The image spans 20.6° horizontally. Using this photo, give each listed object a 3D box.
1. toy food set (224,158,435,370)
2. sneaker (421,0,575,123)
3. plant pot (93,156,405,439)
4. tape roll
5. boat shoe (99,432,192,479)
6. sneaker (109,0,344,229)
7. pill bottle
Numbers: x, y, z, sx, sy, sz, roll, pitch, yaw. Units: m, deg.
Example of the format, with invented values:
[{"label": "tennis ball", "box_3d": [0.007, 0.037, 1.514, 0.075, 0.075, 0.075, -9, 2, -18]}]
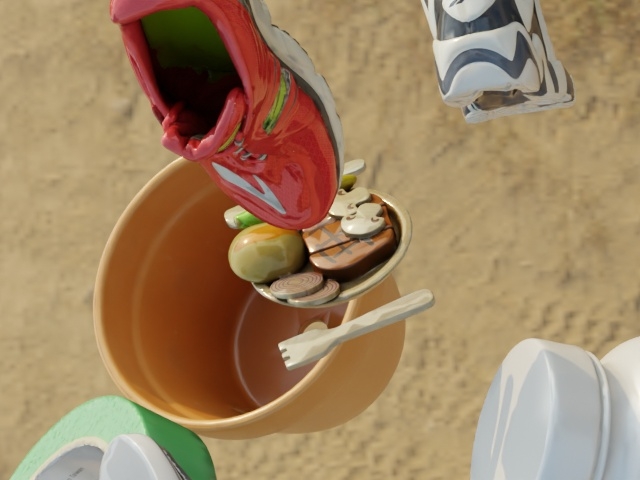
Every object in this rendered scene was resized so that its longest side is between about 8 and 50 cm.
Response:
[{"label": "toy food set", "box_3d": [0.000, 0.000, 1.252, 0.192, 0.132, 0.038, -117, 4, -51]}, {"label": "sneaker", "box_3d": [0.131, -0.174, 1.336, 0.094, 0.235, 0.153, -9, 86, 21]}, {"label": "plant pot", "box_3d": [-0.046, 0.069, 1.715, 0.291, 0.203, 0.291, -11, 65, 25]}, {"label": "tape roll", "box_3d": [-0.214, 0.294, 1.523, 0.321, 0.077, 0.321, -40, 33, 34]}, {"label": "boat shoe", "box_3d": [-0.064, 0.219, 1.103, 0.080, 0.076, 0.228, -53, 56, 35]}, {"label": "sneaker", "box_3d": [-0.066, -0.084, 1.078, 0.107, 0.279, 0.118, -11, 49, 18]}, {"label": "pill bottle", "box_3d": [0.283, 0.170, 1.209, 0.188, 0.334, 0.188, -167, 90, -77]}]
